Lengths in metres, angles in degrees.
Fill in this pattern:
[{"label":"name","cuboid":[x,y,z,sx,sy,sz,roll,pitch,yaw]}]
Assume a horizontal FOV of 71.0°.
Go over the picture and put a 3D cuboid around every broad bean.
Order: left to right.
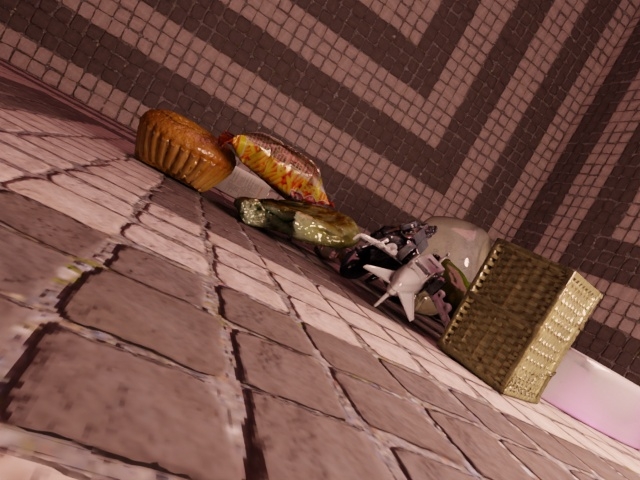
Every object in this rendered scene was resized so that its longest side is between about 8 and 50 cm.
[{"label":"broad bean","cuboid":[0.288,0.138,0.890,0.061,0.077,0.339,74,-5,-47]}]

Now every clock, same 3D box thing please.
[{"label":"clock","cuboid":[0.487,0.267,0.908,0.338,0.102,0.338,29,3,-1]}]

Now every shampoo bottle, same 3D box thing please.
[{"label":"shampoo bottle","cuboid":[0.445,0.073,1.604,0.317,0.322,0.322,4,-14,39]}]

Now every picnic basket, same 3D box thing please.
[{"label":"picnic basket","cuboid":[0.307,0.125,0.682,0.154,0.196,0.134,28,2,-36]}]

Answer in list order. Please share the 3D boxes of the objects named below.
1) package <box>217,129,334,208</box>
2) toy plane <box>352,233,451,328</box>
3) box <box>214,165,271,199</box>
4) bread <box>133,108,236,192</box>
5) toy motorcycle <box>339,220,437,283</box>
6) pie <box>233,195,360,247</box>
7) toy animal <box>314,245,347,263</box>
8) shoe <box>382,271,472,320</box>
[{"label":"package","cuboid":[-0.099,-0.177,1.046,0.288,0.108,0.223,36,3,-18]},{"label":"toy plane","cuboid":[0.181,0.065,0.823,0.251,0.101,0.255,51,31,17]},{"label":"box","cuboid":[-0.345,-0.233,1.587,0.299,0.106,0.200,26,4,-32]},{"label":"bread","cuboid":[-0.315,-0.208,1.048,0.240,0.139,0.240,29,3,-2]},{"label":"toy motorcycle","cuboid":[0.167,0.019,1.052,0.173,0.108,0.307,-14,7,32]},{"label":"pie","cuboid":[-0.047,-0.047,1.013,0.303,0.067,0.302,14,10,-2]},{"label":"toy animal","cuboid":[0.052,0.013,1.178,0.155,0.095,0.219,19,3,8]},{"label":"shoe","cuboid":[0.302,0.132,1.173,0.342,0.132,0.210,24,7,-23]}]
